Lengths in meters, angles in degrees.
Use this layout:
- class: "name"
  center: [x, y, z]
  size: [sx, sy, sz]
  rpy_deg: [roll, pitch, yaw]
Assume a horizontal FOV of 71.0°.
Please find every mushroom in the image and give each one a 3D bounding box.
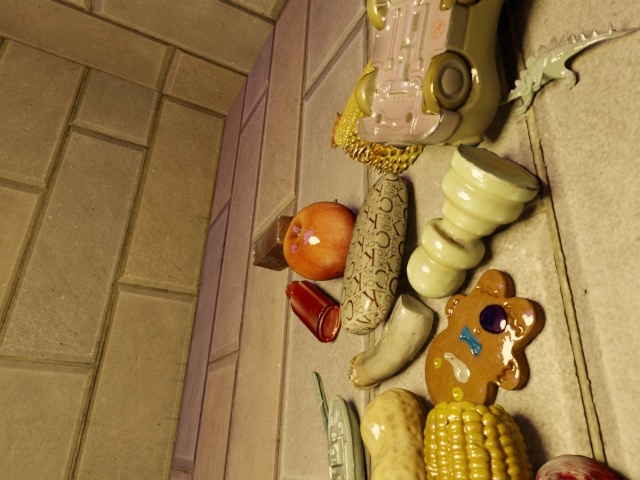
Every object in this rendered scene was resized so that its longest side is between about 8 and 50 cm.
- class: "mushroom"
  center: [0.125, 0.197, 0.822]
  size: [0.092, 0.081, 0.223]
  rpy_deg: [53, 129, 37]

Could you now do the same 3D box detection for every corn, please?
- class: "corn"
  center: [0.111, -0.348, 1.141]
  size: [0.248, 0.081, 0.081]
  rpy_deg: [-61, 28, 27]
- class: "corn"
  center: [0.195, 0.367, 0.513]
  size: [0.131, 0.131, 0.344]
  rpy_deg: [-41, 42, 51]

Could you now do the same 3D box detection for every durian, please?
- class: "durian"
  center: [0.153, -0.222, 0.997]
  size: [0.139, 0.144, 0.252]
  rpy_deg: [-45, 2, -29]

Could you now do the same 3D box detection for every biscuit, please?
- class: "biscuit"
  center: [0.230, 0.163, 0.671]
  size: [0.236, 0.039, 0.180]
  rpy_deg: [-67, 27, 22]

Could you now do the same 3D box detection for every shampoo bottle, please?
- class: "shampoo bottle"
  center: [-0.026, 0.169, 1.170]
  size: [0.260, 0.065, 0.102]
  rpy_deg: [-149, 71, -65]

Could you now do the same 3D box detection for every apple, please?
- class: "apple"
  center: [0.000, 0.000, 1.089]
  size: [0.201, 0.162, 0.201]
  rpy_deg: [-45, 39, 52]

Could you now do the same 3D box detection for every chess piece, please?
- class: "chess piece"
  center: [0.218, -0.013, 0.703]
  size: [0.133, 0.133, 0.243]
  rpy_deg: [-111, 36, -52]

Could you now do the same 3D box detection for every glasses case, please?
- class: "glasses case"
  center: [0.108, 0.017, 0.891]
  size: [0.137, 0.085, 0.354]
  rpy_deg: [128, 161, -55]

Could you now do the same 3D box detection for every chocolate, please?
- class: "chocolate"
  center: [-0.121, 0.010, 1.378]
  size: [0.321, 0.112, 0.111]
  rpy_deg: [147, 130, -62]

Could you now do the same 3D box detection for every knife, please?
- class: "knife"
  center: [0.005, 0.387, 1.045]
  size: [0.210, 0.015, 0.028]
  rpy_deg: [-108, 34, -50]

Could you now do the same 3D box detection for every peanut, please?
- class: "peanut"
  center: [0.115, 0.311, 0.669]
  size: [0.236, 0.111, 0.120]
  rpy_deg: [-62, -43, -72]

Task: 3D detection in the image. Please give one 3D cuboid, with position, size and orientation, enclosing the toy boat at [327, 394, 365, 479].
- class: "toy boat"
  center: [0.039, 0.431, 0.865]
  size: [0.078, 0.085, 0.260]
  rpy_deg: [-47, 37, 47]

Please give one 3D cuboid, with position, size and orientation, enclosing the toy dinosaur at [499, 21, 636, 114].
- class: "toy dinosaur"
  center: [0.342, -0.256, 0.653]
  size: [0.209, 0.039, 0.082]
  rpy_deg: [-22, 56, 60]

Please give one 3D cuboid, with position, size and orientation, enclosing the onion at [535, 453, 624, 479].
- class: "onion"
  center: [0.273, 0.306, 0.423]
  size: [0.151, 0.099, 0.205]
  rpy_deg: [-62, 28, 31]

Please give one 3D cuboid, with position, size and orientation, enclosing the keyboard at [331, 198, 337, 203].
- class: "keyboard"
  center: [0.002, -0.050, 1.292]
  size: [0.176, 0.014, 0.055]
  rpy_deg: [-46, 34, 46]

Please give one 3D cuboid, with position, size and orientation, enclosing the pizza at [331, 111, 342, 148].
- class: "pizza"
  center: [0.054, -0.315, 1.315]
  size: [0.100, 0.029, 0.099]
  rpy_deg: [-109, 33, -54]

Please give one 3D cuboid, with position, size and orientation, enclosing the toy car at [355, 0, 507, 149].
- class: "toy car"
  center: [0.218, -0.327, 0.787]
  size: [0.242, 0.227, 0.335]
  rpy_deg: [20, 107, 60]
